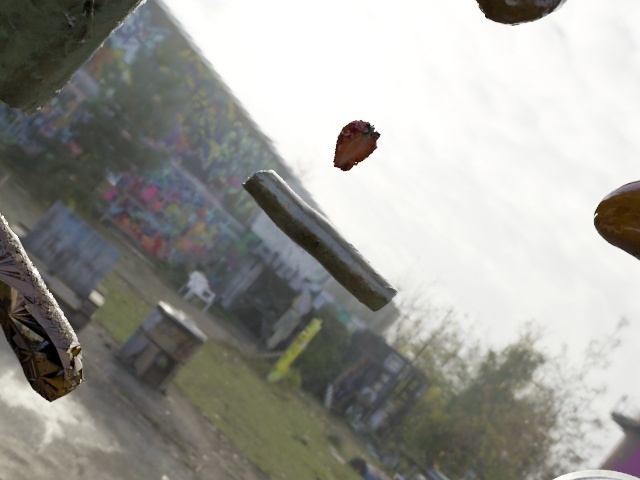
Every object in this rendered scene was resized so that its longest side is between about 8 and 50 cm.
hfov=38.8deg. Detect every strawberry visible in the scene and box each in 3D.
[{"bbox_3d":[0.074,-0.215,2.022,0.103,0.152,0.048,12,51,-33],"label":"strawberry"}]

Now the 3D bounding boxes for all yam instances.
[{"bbox_3d":[-0.275,-0.258,0.921,0.168,0.304,0.168,43,21,-21],"label":"yam"},{"bbox_3d":[0.000,0.000,1.510,0.317,0.067,0.071,44,-16,-5],"label":"yam"}]

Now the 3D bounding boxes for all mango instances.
[{"bbox_3d":[0.374,-0.012,0.972,0.159,0.105,0.084,22,26,13],"label":"mango"}]

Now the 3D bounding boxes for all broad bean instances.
[{"bbox_3d":[0.330,-0.423,1.383,0.156,0.228,0.122,55,-15,-11],"label":"broad bean"}]

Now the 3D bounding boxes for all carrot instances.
[{"bbox_3d":[-0.315,0.057,0.942,0.229,0.069,0.069,61,-6,-2],"label":"carrot"}]

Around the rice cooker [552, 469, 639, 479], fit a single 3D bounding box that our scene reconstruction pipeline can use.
[{"bbox_3d":[0.298,0.373,0.965,0.226,0.226,0.244,41,20,4],"label":"rice cooker"}]
